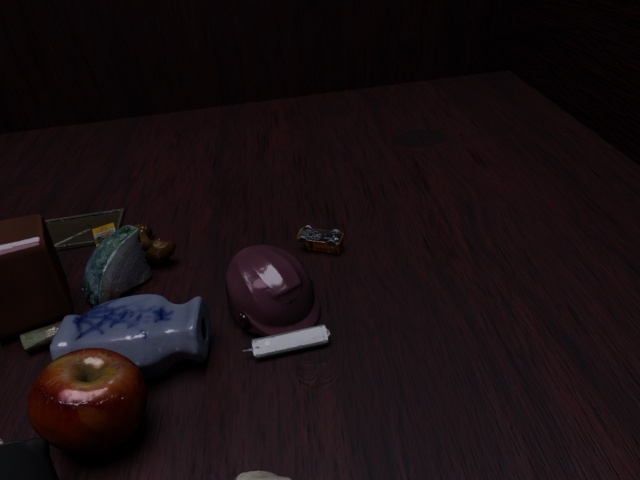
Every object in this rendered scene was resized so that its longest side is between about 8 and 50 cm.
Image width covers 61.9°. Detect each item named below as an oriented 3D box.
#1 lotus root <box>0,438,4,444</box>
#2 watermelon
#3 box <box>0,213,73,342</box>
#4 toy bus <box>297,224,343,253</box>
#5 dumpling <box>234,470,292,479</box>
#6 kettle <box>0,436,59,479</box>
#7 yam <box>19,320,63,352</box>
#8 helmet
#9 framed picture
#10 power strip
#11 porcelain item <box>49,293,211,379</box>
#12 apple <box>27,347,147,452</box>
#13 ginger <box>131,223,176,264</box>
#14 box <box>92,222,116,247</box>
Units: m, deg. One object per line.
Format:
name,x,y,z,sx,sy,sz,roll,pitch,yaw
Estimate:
lotus root,-0.850,0.546,1.263,0.204,0.077,0.183,13,26,20
watermelon,-0.709,0.114,1.862,0.290,0.214,0.319,-14,61,50
box,-0.956,0.109,1.699,0.230,0.339,0.239,-17,35,-20
toy bus,0.000,0.000,1.927,0.162,0.074,0.069,8,44,17
dumpling,-0.102,0.543,1.110,0.199,0.118,0.136,25,22,-2
kettle,-0.623,0.600,1.080,0.203,0.262,0.308,12,14,-40
yam,-0.827,0.290,1.644,0.169,0.068,0.068,-17,35,-16
helmet,-0.155,0.136,1.648,0.271,0.197,0.338,-23,36,-27
framed picture,-0.996,-0.041,2.207,0.335,0.022,0.247,-10,35,-5
power strip,-0.097,0.293,1.528,0.253,0.027,0.060,-11,60,-6
porcelain item,-0.526,0.278,1.512,0.405,0.178,0.242,-8,34,2
apple,-0.562,0.394,1.295,0.272,0.206,0.251,7,21,-6
ginger,-0.652,0.011,2.000,0.133,0.107,0.309,-41,42,-22
box,-0.840,-0.005,2.097,0.087,0.023,0.155,-23,48,-13
